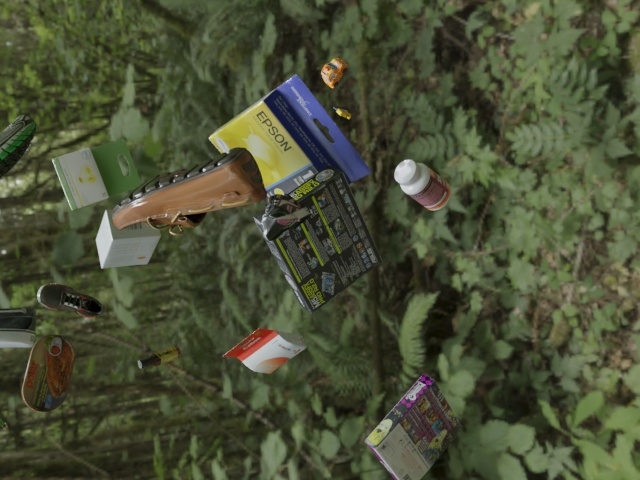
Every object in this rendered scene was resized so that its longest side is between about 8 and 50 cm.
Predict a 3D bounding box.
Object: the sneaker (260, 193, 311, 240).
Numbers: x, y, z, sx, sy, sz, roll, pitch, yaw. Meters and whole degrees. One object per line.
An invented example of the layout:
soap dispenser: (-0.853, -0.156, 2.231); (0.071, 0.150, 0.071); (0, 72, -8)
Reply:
sneaker: (-0.085, -0.052, 1.477); (0.077, 0.072, 0.178); (49, -165, 5)

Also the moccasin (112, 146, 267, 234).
moccasin: (-0.288, -0.083, 1.611); (0.147, 0.380, 0.139); (65, -158, -21)

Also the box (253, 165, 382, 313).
box: (0.000, 0.000, 1.686); (0.060, 0.216, 0.270); (35, 157, 54)

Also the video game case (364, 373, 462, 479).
video game case: (0.224, 0.453, 1.746); (0.042, 0.210, 0.232); (30, 160, 46)

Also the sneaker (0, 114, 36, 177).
sneaker: (-0.782, -0.192, 1.654); (0.146, 0.343, 0.134); (52, 144, -7)

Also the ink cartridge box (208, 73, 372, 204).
ink cartridge box: (-0.079, -0.212, 1.851); (0.307, 0.072, 0.303); (-24, 112, 44)

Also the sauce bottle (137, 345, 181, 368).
sauce bottle: (-0.480, 0.350, 2.225); (0.042, 0.128, 0.042); (20, 117, 45)

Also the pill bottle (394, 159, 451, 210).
pill bottle: (0.256, -0.142, 1.874); (0.086, 0.152, 0.086); (-22, 54, 34)

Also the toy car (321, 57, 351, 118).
toy car: (0.037, -0.304, 1.468); (0.060, 0.040, 0.122); (-39, 64, 30)

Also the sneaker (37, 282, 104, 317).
sneaker: (-0.555, 0.133, 1.681); (0.065, 0.158, 0.061); (-3, 72, 44)

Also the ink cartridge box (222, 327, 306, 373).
ink cartridge box: (-0.143, 0.290, 1.950); (0.179, 0.145, 0.045); (17, -139, -53)

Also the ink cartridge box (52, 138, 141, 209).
ink cartridge box: (-0.700, -0.211, 2.351); (0.056, 0.235, 0.171); (3, 113, 70)

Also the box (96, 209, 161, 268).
box: (-0.510, -0.006, 1.973); (0.170, 0.130, 0.091); (-48, 54, 52)

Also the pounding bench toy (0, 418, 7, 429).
pounding bench toy: (-0.944, 0.518, 2.143); (0.052, 0.083, 0.065); (34, 124, 50)

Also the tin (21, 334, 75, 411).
tin: (-0.671, 0.327, 1.839); (0.040, 0.106, 0.189); (-22, 54, 53)

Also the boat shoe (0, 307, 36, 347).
boat shoe: (-0.779, 0.178, 1.628); (0.108, 0.301, 0.102); (139, 132, -64)
